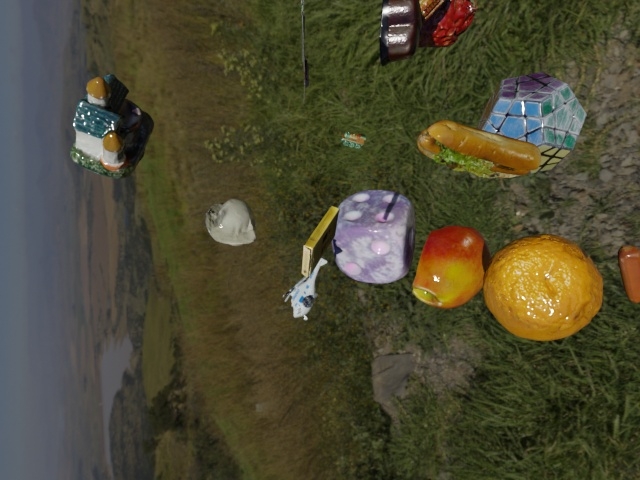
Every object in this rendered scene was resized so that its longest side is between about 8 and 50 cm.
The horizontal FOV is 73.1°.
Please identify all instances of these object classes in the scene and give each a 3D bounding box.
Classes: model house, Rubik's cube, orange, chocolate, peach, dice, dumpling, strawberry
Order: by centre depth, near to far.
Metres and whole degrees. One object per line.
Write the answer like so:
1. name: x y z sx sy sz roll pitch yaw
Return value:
1. chocolate: 0.187 -0.465 0.959 0.080 0.125 0.149 10 109 24
2. dumpling: -0.245 -0.054 1.188 0.092 0.150 0.176 -33 57 39
3. strawberry: 0.339 -0.651 1.294 0.280 0.150 0.253 -30 31 24
4. model house: -0.627 -0.372 1.312 0.301 0.190 0.271 -41 30 59
5. Rubik's cube: 0.649 -0.362 1.360 0.319 0.264 0.319 16 115 38
6. orange: 0.696 0.151 1.378 0.340 0.293 0.341 -5 74 19
7. dice: 0.207 -0.016 1.633 0.271 0.270 0.270 4 129 21
8. peach: 0.588 0.101 1.885 0.380 0.306 0.242 -59 -15 -23

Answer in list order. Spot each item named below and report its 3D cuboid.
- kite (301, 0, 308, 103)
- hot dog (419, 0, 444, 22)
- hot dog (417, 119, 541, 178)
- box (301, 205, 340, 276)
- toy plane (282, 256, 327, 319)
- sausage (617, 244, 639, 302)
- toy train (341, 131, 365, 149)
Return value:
1. kite: -0.029 -0.365 0.743 0.229 0.012 0.250 -108 15 -78
2. hot dog: 0.268 -0.582 1.074 0.038 0.062 0.144 39 83 24
3. hot dog: 0.381 -0.213 1.066 0.135 0.337 0.100 177 102 -72
4. box: 0.000 0.000 0.841 0.020 0.149 0.073 19 131 13
5. toy plane: -0.032 0.150 1.458 0.107 0.182 0.273 37 101 17
6. sausage: 0.629 0.066 0.868 0.041 0.039 0.131 -14 116 34
7. toy train: 0.144 -0.446 1.906 0.064 0.103 0.044 117 160 -48
